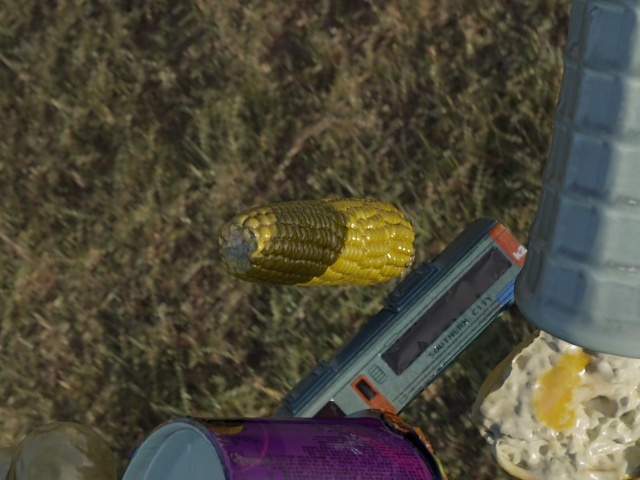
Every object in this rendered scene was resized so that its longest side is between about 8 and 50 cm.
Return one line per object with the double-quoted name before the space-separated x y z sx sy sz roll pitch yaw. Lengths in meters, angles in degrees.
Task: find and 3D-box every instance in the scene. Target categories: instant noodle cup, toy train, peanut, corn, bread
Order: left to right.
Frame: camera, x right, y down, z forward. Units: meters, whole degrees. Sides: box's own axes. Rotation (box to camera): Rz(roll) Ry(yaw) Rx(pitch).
"peanut" -0.318 0.288 1.516 0.319 0.148 0.147 132 144 -54
"instant noodle cup" -0.041 0.244 1.066 0.251 0.190 0.251 -24 60 50
"corn" 0.000 0.000 1.521 0.106 0.305 0.106 -1 89 36
"toy train" 0.032 0.140 1.276 0.409 0.086 0.089 -43 97 -5
"bread" 0.423 0.169 1.918 0.250 0.394 0.361 42 107 9

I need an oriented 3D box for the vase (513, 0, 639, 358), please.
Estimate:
"vase" 0.157 -0.102 0.618 0.143 0.143 0.298 15 110 31
